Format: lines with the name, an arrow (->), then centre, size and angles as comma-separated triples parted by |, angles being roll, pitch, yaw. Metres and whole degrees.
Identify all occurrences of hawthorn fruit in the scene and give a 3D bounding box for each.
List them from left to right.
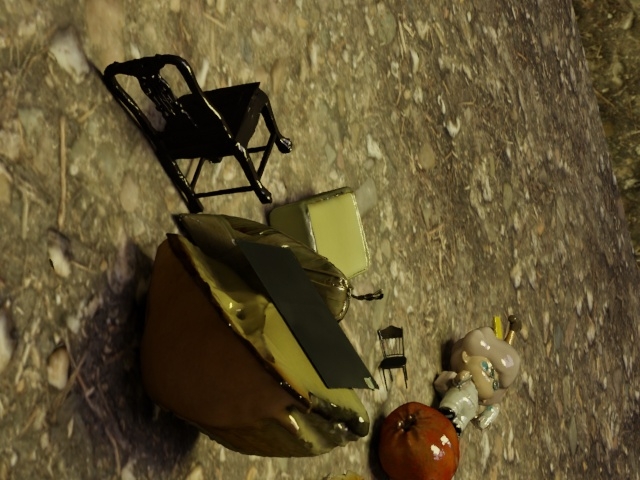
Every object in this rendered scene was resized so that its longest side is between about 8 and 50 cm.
hawthorn fruit -> 0.136, 0.284, 2.088 | 0.128, 0.128, 0.128 | -9, 90, -66

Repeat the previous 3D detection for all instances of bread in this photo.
bread -> -0.095, 0.124, 1.566 | 0.262, 0.162, 0.204 | 45, 0, 39

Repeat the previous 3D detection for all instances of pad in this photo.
pad -> -0.013, 0.077, 1.598 | 0.193, 0.004, 0.116 | 57, 20, 21

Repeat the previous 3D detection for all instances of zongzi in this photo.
zongzi -> -0.049, 0.030, 1.688 | 0.178, 0.189, 0.081 | 33, 84, -56

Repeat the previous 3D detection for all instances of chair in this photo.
chair -> -0.130, -0.141, 1.644 | 0.113, 0.106, 0.229 | -75, 147, -42
chair -> 0.102, 0.166, 2.145 | 0.042, 0.037, 0.086 | -56, 137, -73

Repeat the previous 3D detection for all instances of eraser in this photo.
eraser -> 0.000, 0.000, 1.945 | 0.172, 0.058, 0.117 | -23, 102, -66

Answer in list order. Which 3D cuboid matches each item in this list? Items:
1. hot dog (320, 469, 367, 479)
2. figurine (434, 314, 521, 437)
hot dog -> 0.036, 0.339, 1.912 | 0.192, 0.053, 0.099 | 36, 45, -62
figurine -> 0.241, 0.211, 2.363 | 0.229, 0.112, 0.137 | -51, 121, -43
